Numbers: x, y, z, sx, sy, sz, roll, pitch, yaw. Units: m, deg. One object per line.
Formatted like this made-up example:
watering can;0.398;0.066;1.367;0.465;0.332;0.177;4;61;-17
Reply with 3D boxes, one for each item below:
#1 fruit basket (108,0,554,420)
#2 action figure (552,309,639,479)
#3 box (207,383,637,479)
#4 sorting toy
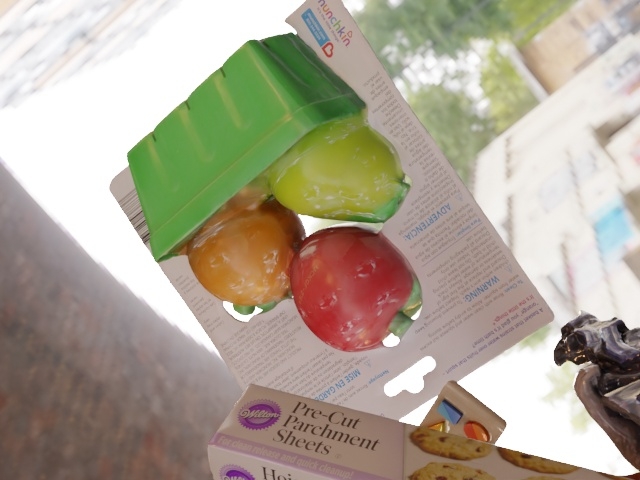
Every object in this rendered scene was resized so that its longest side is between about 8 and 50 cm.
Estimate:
fruit basket;0.000;0.000;1.275;0.353;0.327;0.165;53;-147;3
action figure;0.236;0.174;0.991;0.178;0.330;0.341;53;-177;-13
box;0.086;0.165;0.863;0.067;0.324;0.063;-52;-35;-44
sorting toy;0.115;0.155;1.061;0.083;0.062;0.012;38;-156;17
